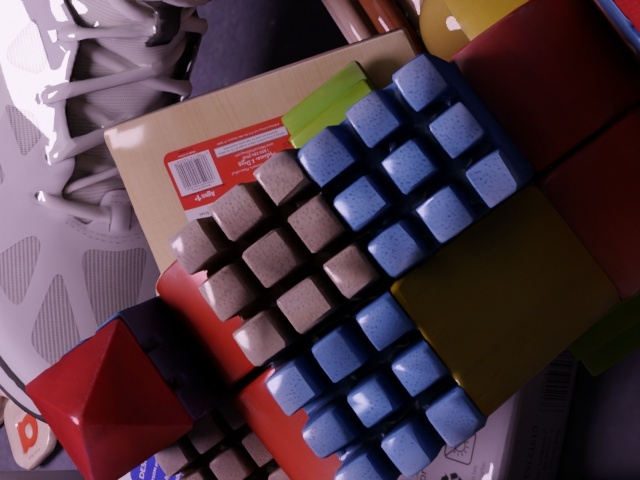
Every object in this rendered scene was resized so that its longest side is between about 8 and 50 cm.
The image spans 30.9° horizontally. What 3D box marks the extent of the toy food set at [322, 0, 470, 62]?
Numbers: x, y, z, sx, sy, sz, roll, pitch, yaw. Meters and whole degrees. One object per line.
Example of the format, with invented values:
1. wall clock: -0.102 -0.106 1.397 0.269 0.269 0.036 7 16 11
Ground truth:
1. toy food set: 0.074 -0.149 0.620 0.220 0.092 0.306 -38 81 38

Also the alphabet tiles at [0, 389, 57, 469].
1. alphabet tiles: -0.243 0.039 1.002 0.284 0.021 0.278 -45 54 28

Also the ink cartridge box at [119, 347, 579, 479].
1. ink cartridge box: -0.018 0.108 0.742 0.371 0.069 0.175 11 90 42

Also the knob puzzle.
1. knob puzzle: 0.000 0.000 0.627 0.213 0.030 0.213 3 112 8

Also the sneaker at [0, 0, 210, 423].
1. sneaker: -0.130 -0.105 0.661 0.258 0.169 0.447 -7 93 53

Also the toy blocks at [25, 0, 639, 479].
1. toy blocks: 0.044 0.001 0.438 0.381 0.261 0.190 -37 86 15

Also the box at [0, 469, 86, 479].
1. box: -0.202 0.275 0.864 0.170 0.091 0.130 48 115 38
